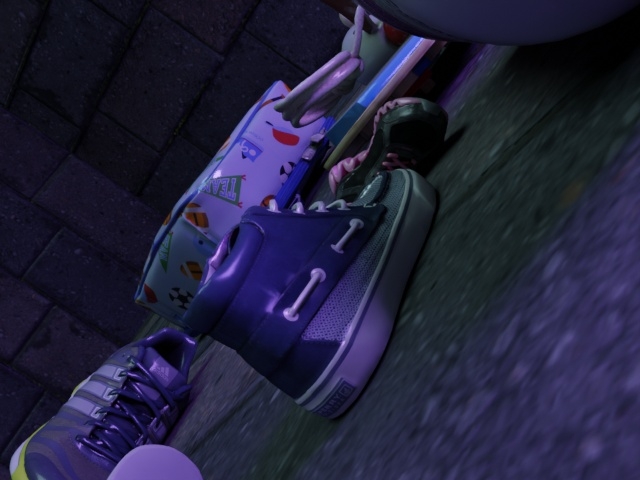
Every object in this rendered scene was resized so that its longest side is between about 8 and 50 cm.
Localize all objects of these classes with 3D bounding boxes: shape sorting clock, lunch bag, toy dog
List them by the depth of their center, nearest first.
[{"bbox_3d":[0.073,-0.133,0.828,0.206,0.040,0.206,-49,5,6],"label":"shape sorting clock"},{"bbox_3d":[0.059,-0.265,0.936,0.220,0.161,0.334,-29,-9,-41],"label":"toy dog"},{"bbox_3d":[-0.097,-0.039,1.237,0.303,0.115,0.243,-48,8,48],"label":"lunch bag"}]

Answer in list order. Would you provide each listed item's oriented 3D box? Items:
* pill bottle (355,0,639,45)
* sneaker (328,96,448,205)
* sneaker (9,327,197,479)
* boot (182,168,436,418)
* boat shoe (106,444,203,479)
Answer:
[{"bbox_3d":[0.080,-0.173,0.472,0.169,0.169,0.301,-54,7,8],"label":"pill bottle"},{"bbox_3d":[0.041,-0.040,0.651,0.119,0.047,0.057,129,156,-51],"label":"sneaker"},{"bbox_3d":[-0.184,0.159,0.946,0.121,0.111,0.300,-49,11,14],"label":"sneaker"},{"bbox_3d":[0.000,0.000,0.530,0.069,0.086,0.190,-51,9,32],"label":"boot"},{"bbox_3d":[-0.131,0.202,0.549,0.070,0.078,0.219,-49,2,38],"label":"boat shoe"}]
